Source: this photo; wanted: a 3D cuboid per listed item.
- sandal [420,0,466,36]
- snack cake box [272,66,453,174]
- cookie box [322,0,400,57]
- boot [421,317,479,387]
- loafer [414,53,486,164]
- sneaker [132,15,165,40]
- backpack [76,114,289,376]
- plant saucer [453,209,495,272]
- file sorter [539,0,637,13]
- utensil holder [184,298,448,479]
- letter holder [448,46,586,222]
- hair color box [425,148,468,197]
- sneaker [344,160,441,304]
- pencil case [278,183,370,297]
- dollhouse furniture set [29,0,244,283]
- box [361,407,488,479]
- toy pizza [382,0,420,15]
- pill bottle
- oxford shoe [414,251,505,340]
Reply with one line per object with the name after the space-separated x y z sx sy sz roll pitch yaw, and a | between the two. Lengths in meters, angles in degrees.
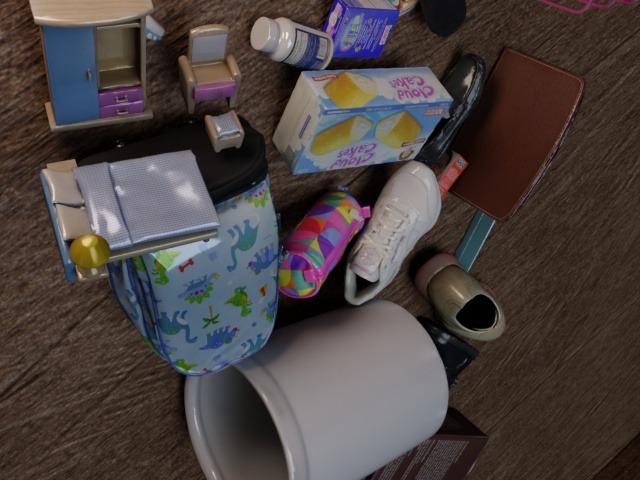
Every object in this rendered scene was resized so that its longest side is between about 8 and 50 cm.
0.182 -0.431 1.217 0.097 0.054 0.254 -47 136 -1 | sandal
0.070 -0.202 1.270 0.265 0.089 0.152 -11 147 -33 | snack cake box
0.061 -0.341 1.224 0.107 0.040 0.091 -8 141 -34 | cookie box
0.262 0.308 1.796 0.207 0.094 0.246 -55 142 0 | boot
0.232 -0.243 1.416 0.078 0.076 0.223 6 118 -49 | loafer
-0.265 -0.327 0.974 0.191 0.071 0.082 30 88 -48 | sneaker
-0.195 0.031 1.165 0.290 0.273 0.355 -22 145 -33 | backpack
0.341 0.011 1.716 0.067 0.018 0.192 11 110 -42 | plant saucer
0.514 -0.530 1.364 0.291 0.202 0.182 -18 131 -29 | file sorter
-0.001 0.303 1.406 0.386 0.328 0.327 -15 126 -37 | utensil holder
0.402 -0.187 1.489 0.152 0.214 0.301 15 107 -43 | letter holder
0.214 -0.117 1.491 0.141 0.072 0.043 -53 137 2 | hair color box
0.130 -0.002 1.413 0.152 0.114 0.305 -44 160 -57 | sneaker
0.000 0.000 1.311 0.236 0.105 0.104 -53 149 -48 | pencil case
-0.196 -0.130 0.925 0.287 0.303 0.198 -12 152 -20 | dollhouse furniture set
0.226 0.514 1.878 0.382 0.143 0.191 19 105 -42 | box
0.126 -0.454 1.222 0.201 0.032 0.201 -20 129 -27 | toy pizza
-0.044 -0.301 1.164 0.120 0.067 0.067 6 114 -41 | pill bottle
0.341 0.169 1.715 0.140 0.146 0.397 -46 141 8 | oxford shoe
